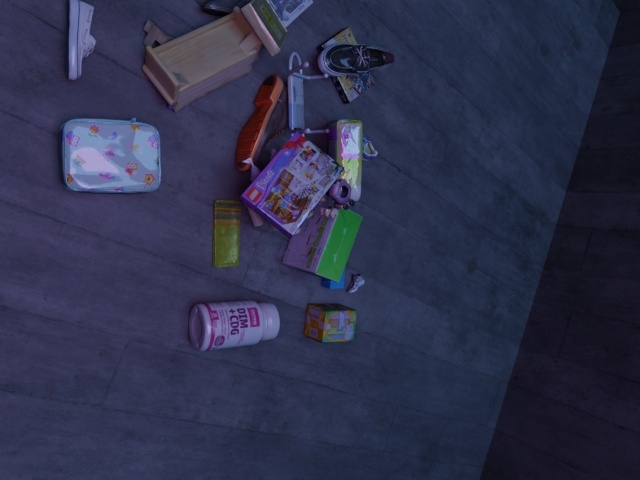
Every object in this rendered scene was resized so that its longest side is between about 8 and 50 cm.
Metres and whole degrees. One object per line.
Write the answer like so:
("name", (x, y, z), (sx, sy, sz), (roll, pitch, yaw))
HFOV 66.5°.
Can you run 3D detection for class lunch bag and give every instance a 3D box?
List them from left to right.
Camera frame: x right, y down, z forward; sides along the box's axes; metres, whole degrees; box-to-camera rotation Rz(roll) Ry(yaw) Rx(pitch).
("lunch bag", (-0.610, -0.250, 1.434), (0.279, 0.107, 0.224), (-4, 95, -36))

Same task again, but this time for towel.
("towel", (-0.328, -0.024, 1.717), (0.102, 0.021, 0.238), (-1, 97, -35))

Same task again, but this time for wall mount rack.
("wall mount rack", (-0.052, -0.479, 1.684), (0.304, 0.130, 0.351), (-34, 124, -69))

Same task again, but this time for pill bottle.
("pill bottle", (-0.296, 0.290, 1.693), (0.282, 0.160, 0.161), (0, 95, -36))

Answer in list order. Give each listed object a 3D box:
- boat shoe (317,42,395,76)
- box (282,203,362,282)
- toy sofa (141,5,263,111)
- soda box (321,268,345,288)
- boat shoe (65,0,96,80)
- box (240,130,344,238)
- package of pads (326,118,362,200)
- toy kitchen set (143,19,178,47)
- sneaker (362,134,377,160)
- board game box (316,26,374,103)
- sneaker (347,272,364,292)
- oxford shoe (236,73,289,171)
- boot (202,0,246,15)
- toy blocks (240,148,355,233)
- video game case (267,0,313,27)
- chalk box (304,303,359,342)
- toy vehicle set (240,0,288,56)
("boat shoe", (0.145, -0.701, 1.859), (0.335, 0.119, 0.121), (-20, 107, -33))
("box", (0.000, 0.000, 1.825), (0.126, 0.231, 0.262), (25, 81, -36))
("toy sofa", (-0.373, -0.577, 1.560), (0.362, 0.177, 0.150), (-38, 92, -26))
("soda box", (0.054, 0.086, 1.975), (0.071, 0.067, 0.210), (-1, 96, -35))
("boat shoe", (-0.669, -0.561, 1.368), (0.075, 0.083, 0.227), (1, 94, -35))
("box", (-0.086, -0.180, 1.560), (0.200, 0.057, 0.293), (38, 71, -1))
("package of pads", (0.087, -0.303, 1.835), (0.101, 0.229, 0.297), (-2, 102, -9))
("toy kitchen set", (-0.502, -0.626, 1.519), (0.083, 0.075, 0.068), (42, 111, 2))
("sneaker", (0.156, -0.411, 1.979), (0.211, 0.081, 0.080), (41, 74, -29))
("board game box", (0.103, -0.691, 1.931), (0.165, 0.042, 0.243), (-42, 117, -24))
("sneaker", (0.142, 0.174, 2.071), (0.098, 0.038, 0.069), (-38, 114, -37))
("oxford shoe", (-0.182, -0.394, 1.715), (0.132, 0.129, 0.364), (30, 78, -41))
("boot", (-0.315, -0.848, 1.593), (0.189, 0.076, 0.209), (-21, 115, -47))
("toy blocks", (-0.100, -0.203, 1.680), (0.288, 0.308, 0.260), (-31, 117, -29))
("video game case", (-0.133, -0.892, 1.750), (0.173, 0.022, 0.190), (-50, 120, -20))
("chalk box", (0.061, 0.330, 1.971), (0.212, 0.132, 0.132), (4, 93, -37))
("toy vehicle set", (-0.178, -0.726, 1.622), (0.166, 0.035, 0.267), (53, 22, -27))
